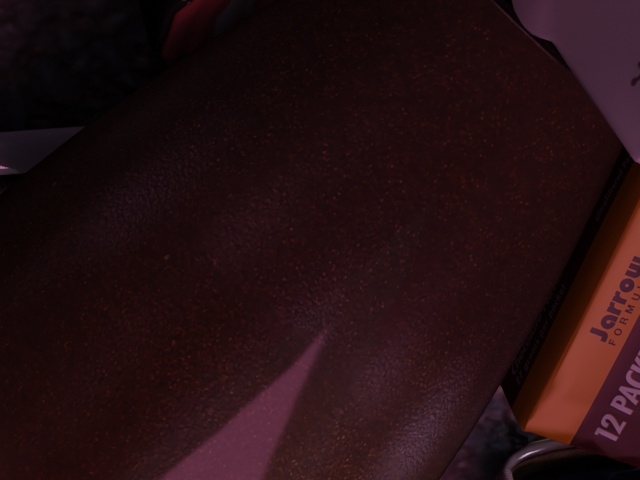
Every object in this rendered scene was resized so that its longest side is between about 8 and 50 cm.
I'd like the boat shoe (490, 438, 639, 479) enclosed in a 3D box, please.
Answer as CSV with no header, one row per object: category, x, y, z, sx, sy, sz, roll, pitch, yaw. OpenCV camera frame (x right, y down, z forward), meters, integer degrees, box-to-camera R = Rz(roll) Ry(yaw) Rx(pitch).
boat shoe,0.249,0.157,1.006,0.324,0.116,0.097,-1,136,0

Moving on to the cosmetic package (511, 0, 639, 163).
cosmetic package,0.252,-0.084,0.657,0.365,0.197,0.155,17,121,-31

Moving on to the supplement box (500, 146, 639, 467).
supplement box,0.175,0.011,0.775,0.194,0.191,0.129,19,109,-15

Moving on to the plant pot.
plant pot,0.000,0.000,0.684,0.215,0.215,0.230,34,107,-32

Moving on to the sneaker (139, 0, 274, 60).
sneaker,0.021,-0.197,0.670,0.136,0.116,0.314,0,140,-22

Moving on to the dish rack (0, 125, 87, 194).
dish rack,-0.110,0.100,0.866,0.285,0.072,0.333,-5,108,-5
